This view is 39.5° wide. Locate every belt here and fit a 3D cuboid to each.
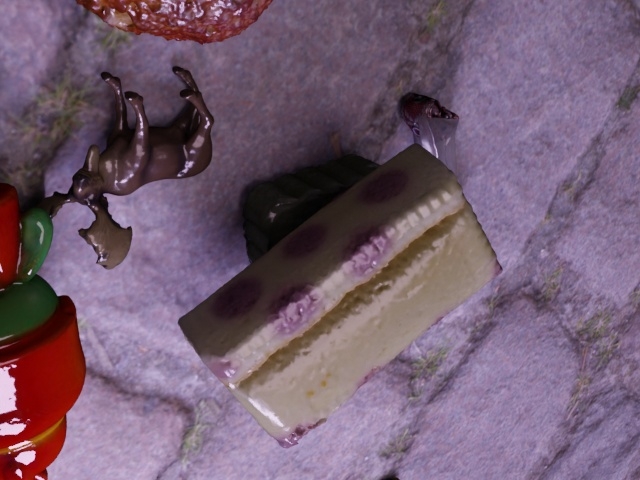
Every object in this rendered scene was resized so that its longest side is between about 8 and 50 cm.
[{"bbox_3d":[0.159,-0.095,1.203,0.071,0.053,0.232,-25,127,-16],"label":"belt"}]

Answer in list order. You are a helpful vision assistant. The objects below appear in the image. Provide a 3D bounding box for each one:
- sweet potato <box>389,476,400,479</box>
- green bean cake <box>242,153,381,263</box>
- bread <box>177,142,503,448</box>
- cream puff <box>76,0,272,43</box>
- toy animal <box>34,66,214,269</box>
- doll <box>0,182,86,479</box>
[{"bbox_3d":[0.045,0.475,1.417,0.249,0.059,0.069,-34,110,-15],"label":"sweet potato"},{"bbox_3d":[0.000,0.000,1.100,0.185,0.094,0.183,-22,125,-27],"label":"green bean cake"},{"bbox_3d":[0.027,0.056,0.995,0.338,0.155,0.187,-38,120,-7],"label":"bread"},{"bbox_3d":[-0.126,-0.291,0.808,0.240,0.164,0.240,-15,123,-25],"label":"cream puff"},{"bbox_3d":[-0.197,-0.072,0.911,0.214,0.093,0.186,-15,130,-41],"label":"toy animal"},{"bbox_3d":[-0.321,0.112,0.858,0.182,0.160,0.363,-13,122,-12],"label":"doll"}]
